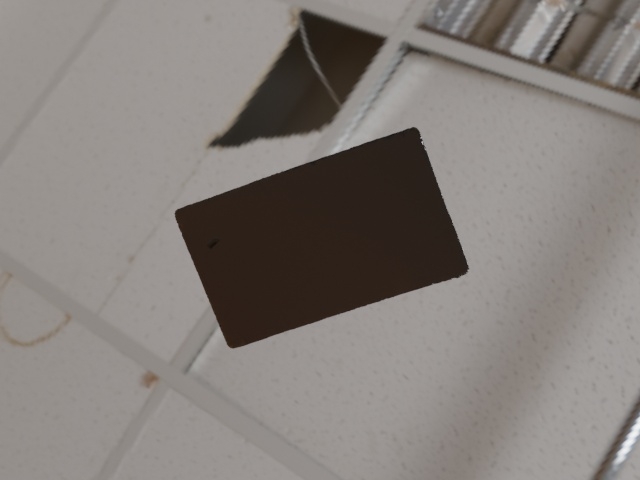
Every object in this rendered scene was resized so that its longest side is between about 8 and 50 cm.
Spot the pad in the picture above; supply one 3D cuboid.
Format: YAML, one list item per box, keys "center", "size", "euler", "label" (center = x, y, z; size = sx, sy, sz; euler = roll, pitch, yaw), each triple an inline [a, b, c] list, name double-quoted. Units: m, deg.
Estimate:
- center: [0.000, 0.000, 1.132]
  size: [0.265, 0.159, 0.009]
  euler: [-18, -168, 11]
  label: "pad"
